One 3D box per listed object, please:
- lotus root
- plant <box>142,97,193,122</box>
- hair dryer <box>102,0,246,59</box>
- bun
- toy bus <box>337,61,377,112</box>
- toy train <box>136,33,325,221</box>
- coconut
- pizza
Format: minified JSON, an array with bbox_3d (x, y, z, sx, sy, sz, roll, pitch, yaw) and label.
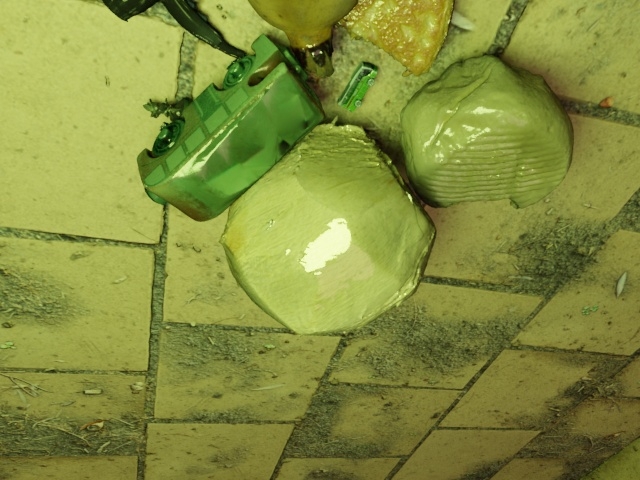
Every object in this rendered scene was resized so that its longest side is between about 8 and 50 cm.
[{"bbox_3d":[-0.022,-0.360,0.648,0.182,0.183,0.310,-6,133,-4],"label":"lotus root"},{"bbox_3d":[-0.239,-0.213,0.836,0.102,0.051,0.051,8,132,-24],"label":"plant"},{"bbox_3d":[-0.171,-0.345,0.727,0.195,0.075,0.219,-38,139,14],"label":"hair dryer"},{"bbox_3d":[0.266,-0.184,0.848,0.281,0.205,0.282,-3,148,-2],"label":"bun"},{"bbox_3d":[0.064,-0.260,0.857,0.037,0.031,0.083,23,127,-16],"label":"toy bus"},{"bbox_3d":[-0.143,-0.158,0.788,0.326,0.159,0.129,-41,135,8],"label":"toy train"},{"bbox_3d":[0.000,0.000,0.883,0.360,0.346,0.346,-35,130,13],"label":"coconut"},{"bbox_3d":[0.098,-0.345,0.762,0.198,0.062,0.188,6,131,-5],"label":"pizza"}]
